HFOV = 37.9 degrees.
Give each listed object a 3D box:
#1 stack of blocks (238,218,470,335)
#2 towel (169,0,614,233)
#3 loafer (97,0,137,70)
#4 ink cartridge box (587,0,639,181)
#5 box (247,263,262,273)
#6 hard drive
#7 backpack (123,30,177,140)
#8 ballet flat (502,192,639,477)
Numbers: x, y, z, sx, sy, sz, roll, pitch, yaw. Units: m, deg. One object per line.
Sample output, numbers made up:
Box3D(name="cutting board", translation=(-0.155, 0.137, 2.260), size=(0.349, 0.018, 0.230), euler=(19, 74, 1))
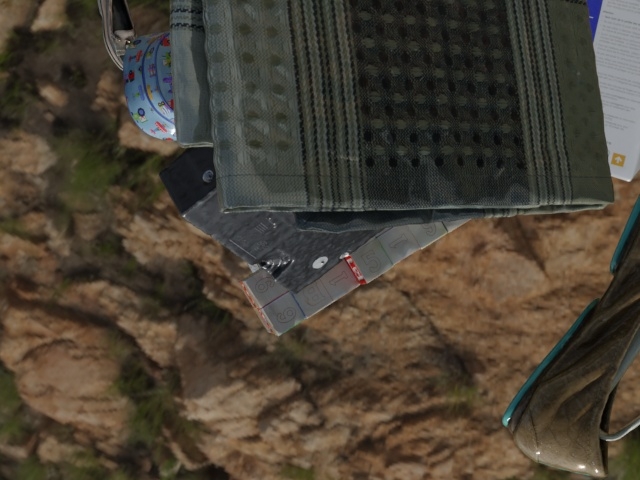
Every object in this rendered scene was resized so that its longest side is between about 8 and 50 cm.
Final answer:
Box3D(name="stack of blocks", translation=(0.042, 0.014, 1.256), size=(0.087, 0.297, 0.171), euler=(59, 171, -1))
Box3D(name="towel", translation=(0.049, -0.165, 0.613), size=(0.312, 0.324, 0.056), euler=(-1, 170, -30))
Box3D(name="loafer", translation=(-0.285, -0.304, 1.324), size=(0.039, 0.045, 0.125), euler=(-4, 104, 54))
Box3D(name="ink cartridge box", translation=(0.381, -0.273, 1.250), size=(0.176, 0.069, 0.371), euler=(22, 128, 26))
Box3D(name="box", translation=(0.000, 0.000, 1.693), size=(0.270, 0.216, 0.060), euler=(10, 130, 64))
Box3D(name="hard drive", translation=(0.048, -0.102, 0.859), size=(0.339, 0.064, 0.237), euler=(-37, 150, 8))
Box3D(name="backpack", translation=(-0.155, -0.204, 1.183), size=(0.173, 0.158, 0.117), euler=(0, 171, -35))
Box3D(name="ballet flat", translation=(0.291, 0.061, 0.814), size=(0.124, 0.116, 0.342), euler=(32, 97, 25))
